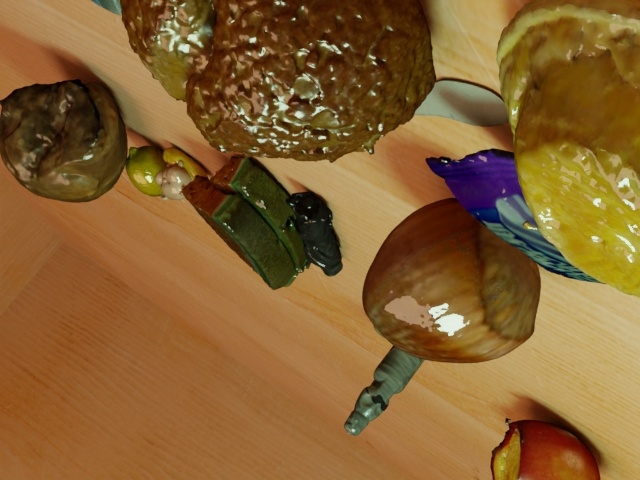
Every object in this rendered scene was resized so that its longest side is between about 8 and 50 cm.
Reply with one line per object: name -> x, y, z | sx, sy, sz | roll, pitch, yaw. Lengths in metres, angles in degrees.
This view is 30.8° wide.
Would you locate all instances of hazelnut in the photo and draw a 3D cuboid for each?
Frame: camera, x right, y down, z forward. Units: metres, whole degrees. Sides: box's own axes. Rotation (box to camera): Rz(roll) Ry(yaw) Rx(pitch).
hazelnut -> 0.148, 0.053, 1.332 | 0.214, 0.214, 0.176 | 50, -156, -38

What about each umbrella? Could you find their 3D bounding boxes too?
umbrella -> 0.000, 0.000, 1.807 | 0.066, 0.059, 0.236 | 51, 171, 29

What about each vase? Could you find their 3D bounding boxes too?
vase -> 0.111, 0.243, 1.967 | 0.060, 0.211, 0.060 | 36, 166, 10

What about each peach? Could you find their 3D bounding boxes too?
peach -> 0.346, 0.385, 1.879 | 0.226, 0.190, 0.196 | 42, 176, -41

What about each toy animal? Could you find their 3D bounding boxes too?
toy animal -> -0.259, -0.111, 2.044 | 0.091, 0.082, 0.114 | 45, 165, -20

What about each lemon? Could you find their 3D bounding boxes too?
lemon -> -0.312, -0.130, 2.121 | 0.082, 0.082, 0.111 | 21, 151, 49

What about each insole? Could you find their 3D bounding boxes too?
insole -> 0.124, -0.140, 1.174 | 0.065, 0.004, 0.197 | 46, 164, -29

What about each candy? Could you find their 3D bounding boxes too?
candy -> 0.238, -0.013, 1.147 | 0.275, 0.070, 0.145 | 33, 168, -27

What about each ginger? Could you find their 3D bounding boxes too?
ginger -> -0.433, -0.170, 2.059 | 0.269, 0.201, 0.223 | -2, 174, 28

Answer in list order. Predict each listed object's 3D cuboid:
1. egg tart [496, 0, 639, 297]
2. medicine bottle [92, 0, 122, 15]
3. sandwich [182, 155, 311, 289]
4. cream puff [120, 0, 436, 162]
egg tart -> 0.250, -0.050, 0.903 | 0.319, 0.128, 0.319 | 35, 163, 12
medicine bottle -> -0.322, -0.362, 1.481 | 0.208, 0.054, 0.090 | 34, 165, 19
sandwich -> -0.121, -0.035, 1.889 | 0.212, 0.109, 0.292 | 34, 166, 13
cream puff -> -0.054, -0.188, 1.055 | 0.303, 0.212, 0.303 | 41, 168, 10
